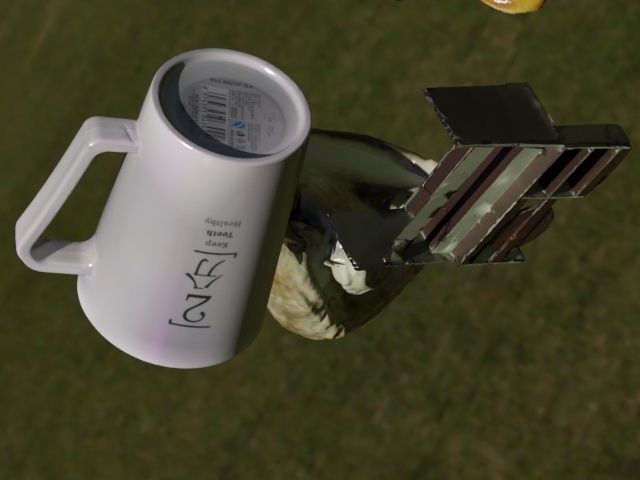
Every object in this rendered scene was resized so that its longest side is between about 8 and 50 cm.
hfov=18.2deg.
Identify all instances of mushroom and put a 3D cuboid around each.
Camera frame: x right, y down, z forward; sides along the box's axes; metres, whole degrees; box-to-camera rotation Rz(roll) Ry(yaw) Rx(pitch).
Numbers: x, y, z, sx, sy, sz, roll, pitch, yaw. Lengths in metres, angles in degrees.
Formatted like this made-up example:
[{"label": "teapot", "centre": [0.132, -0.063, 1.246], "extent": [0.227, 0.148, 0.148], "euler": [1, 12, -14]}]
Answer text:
[{"label": "mushroom", "centre": [-0.008, -0.003, 1.948], "extent": [0.267, 0.189, 0.164], "euler": [-35, -32, -53]}]

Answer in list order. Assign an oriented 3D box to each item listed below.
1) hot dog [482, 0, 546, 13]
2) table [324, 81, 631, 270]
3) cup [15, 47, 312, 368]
[{"label": "hot dog", "centre": [0.187, -0.299, 1.451], "extent": [0.068, 0.083, 0.289], "euler": [-62, -2, -66]}, {"label": "table", "centre": [0.116, -0.045, 1.460], "extent": [0.146, 0.175, 0.062], "euler": [-51, 56, 40]}, {"label": "cup", "centre": [-0.061, -0.012, 0.759], "extent": [0.116, 0.104, 0.074], "euler": [110, 160, -46]}]
